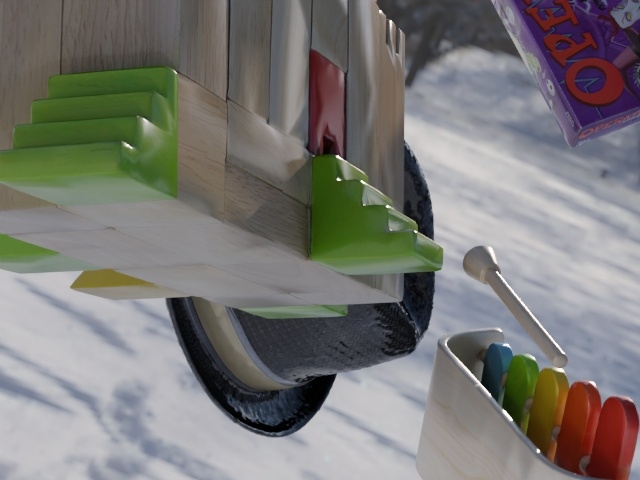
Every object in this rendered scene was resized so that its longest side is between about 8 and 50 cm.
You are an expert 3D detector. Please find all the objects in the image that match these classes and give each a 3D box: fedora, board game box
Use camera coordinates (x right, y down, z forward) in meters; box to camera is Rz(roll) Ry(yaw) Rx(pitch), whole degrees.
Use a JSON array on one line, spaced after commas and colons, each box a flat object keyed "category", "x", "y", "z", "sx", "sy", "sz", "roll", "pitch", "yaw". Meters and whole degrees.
[{"category": "fedora", "x": 0.000, "y": 0.000, "z": 1.368, "sx": 0.152, "sy": 0.334, "sz": 0.334, "roll": -4, "pitch": -7, "yaw": 28}, {"category": "board game box", "x": 0.240, "y": -0.268, "z": 1.499, "sx": 0.056, "sy": 0.208, "sz": 0.346, "roll": 97, "pitch": -31, "yaw": -69}]

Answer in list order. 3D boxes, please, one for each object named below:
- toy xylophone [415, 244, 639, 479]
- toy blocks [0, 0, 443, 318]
[{"category": "toy xylophone", "x": 0.160, "y": 0.150, "z": 1.294, "sx": 0.081, "sy": 0.236, "sz": 0.322, "roll": 2, "pitch": 27, "yaw": -19}, {"category": "toy blocks", "x": -0.049, "y": -0.116, "z": 0.762, "sx": 0.191, "sy": 0.261, "sz": 0.381, "roll": -3, "pitch": -10, "yaw": 19}]
